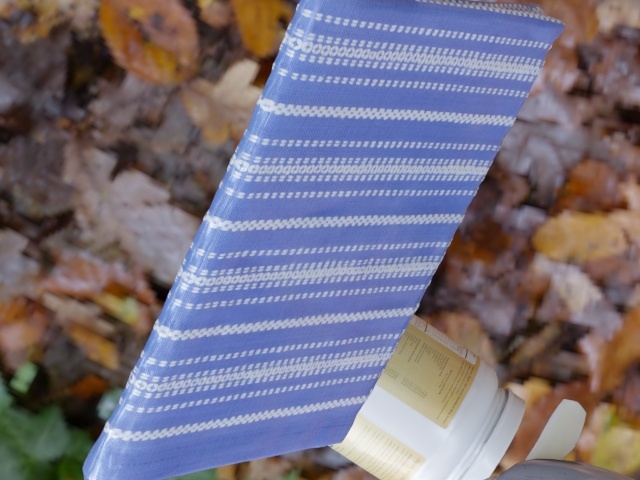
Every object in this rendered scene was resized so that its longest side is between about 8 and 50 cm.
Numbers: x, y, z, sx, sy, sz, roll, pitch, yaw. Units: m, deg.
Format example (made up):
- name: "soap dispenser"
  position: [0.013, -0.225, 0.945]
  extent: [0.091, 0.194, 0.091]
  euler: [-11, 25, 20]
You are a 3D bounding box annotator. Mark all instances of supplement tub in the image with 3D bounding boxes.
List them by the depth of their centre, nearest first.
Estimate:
- name: "supplement tub"
  position: [0.070, 0.142, 1.563]
  extent: [0.199, 0.144, 0.144]
  euler: [33, 132, -2]

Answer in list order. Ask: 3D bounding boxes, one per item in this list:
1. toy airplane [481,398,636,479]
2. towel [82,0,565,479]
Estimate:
- name: "toy airplane"
  position: [0.246, 0.204, 0.841]
  extent: [0.384, 0.272, 0.386]
  euler: [1, 153, 10]
- name: "towel"
  position: [0.000, 0.000, 1.026]
  extent: [0.040, 0.243, 0.336]
  euler: [40, 116, 30]
